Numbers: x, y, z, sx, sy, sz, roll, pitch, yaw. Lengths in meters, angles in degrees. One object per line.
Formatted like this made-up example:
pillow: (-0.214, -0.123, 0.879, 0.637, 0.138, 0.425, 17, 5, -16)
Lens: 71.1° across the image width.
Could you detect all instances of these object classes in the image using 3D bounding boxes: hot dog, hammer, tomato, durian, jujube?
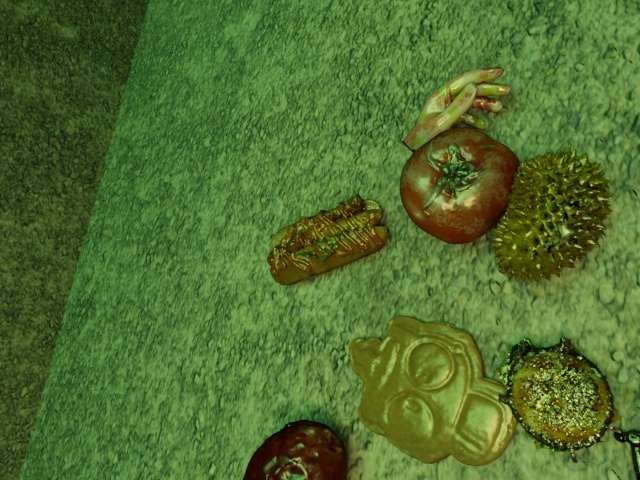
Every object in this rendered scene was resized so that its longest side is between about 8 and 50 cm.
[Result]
hot dog: (0.000, 0.000, 1.116, 0.348, 0.117, 0.158, -21, 62, 30)
hammer: (0.485, 0.374, 0.658, 0.065, 0.021, 0.179, -12, 67, 33)
tomato: (0.272, -0.106, 0.894, 0.231, 0.188, 0.232, -9, 66, 21)
durian: (0.404, -0.040, 0.761, 0.183, 0.138, 0.250, 17, 96, 12)
jujube: (-0.068, 0.500, 0.934, 0.290, 0.197, 0.197, -52, 50, 22)

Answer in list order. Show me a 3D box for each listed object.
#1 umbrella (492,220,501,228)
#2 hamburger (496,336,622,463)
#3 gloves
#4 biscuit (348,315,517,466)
umbrella: (0.401, -0.025, 0.874, 0.165, 0.025, 0.027, 5, 54, 37)
hamburger: (0.380, 0.246, 0.728, 0.164, 0.093, 0.190, -38, 56, 6)
gloves: (0.290, -0.286, 0.979, 0.241, 0.145, 0.126, -51, 51, 22)
biscuit: (0.199, 0.288, 0.897, 0.375, 0.051, 0.270, 18, 84, 41)
